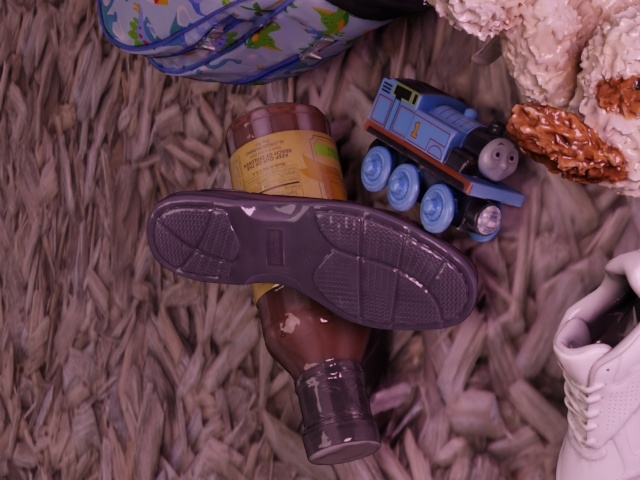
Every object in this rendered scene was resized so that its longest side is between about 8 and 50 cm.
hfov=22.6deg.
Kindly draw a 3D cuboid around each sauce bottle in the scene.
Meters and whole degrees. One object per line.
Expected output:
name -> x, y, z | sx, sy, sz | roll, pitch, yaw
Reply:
sauce bottle -> -0.011, 0.040, 1.522 | 0.111, 0.111, 0.344 | -38, 58, 50

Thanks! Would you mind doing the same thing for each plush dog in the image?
plush dog -> 0.220, -0.118, 1.112 | 0.210, 0.262, 0.225 | 78, 177, -47

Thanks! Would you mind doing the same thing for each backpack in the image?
backpack -> -0.062, -0.289, 1.534 | 0.355, 0.273, 0.290 | 149, 112, -66

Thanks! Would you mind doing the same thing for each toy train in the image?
toy train -> 0.104, -0.070, 1.383 | 0.184, 0.080, 0.105 | 37, 112, 52

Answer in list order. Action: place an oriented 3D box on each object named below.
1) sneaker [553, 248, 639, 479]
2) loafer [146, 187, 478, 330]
sneaker -> 0.206, 0.098, 1.172 | 0.090, 0.115, 0.232 | 42, 122, 50
loafer -> 0.000, 0.000, 1.424 | 0.303, 0.095, 0.109 | 12, 114, 14
